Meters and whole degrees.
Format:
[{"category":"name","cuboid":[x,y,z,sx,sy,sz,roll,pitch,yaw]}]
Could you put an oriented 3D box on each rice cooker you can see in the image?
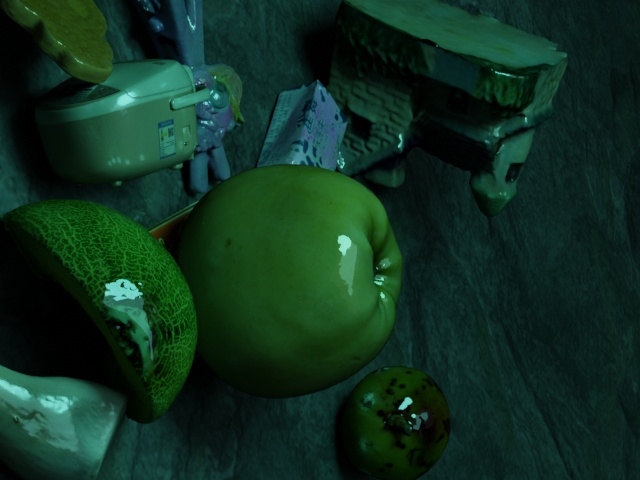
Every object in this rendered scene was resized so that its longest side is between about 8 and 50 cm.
[{"category":"rice cooker","cuboid":[-0.212,-0.128,1.437,0.206,0.145,0.127,-20,108,-55]}]

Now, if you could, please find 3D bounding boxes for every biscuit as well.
[{"category":"biscuit","cuboid":[-0.288,-0.255,1.380,0.144,0.040,0.236,-1,54,-52]}]

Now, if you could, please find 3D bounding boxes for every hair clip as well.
[{"category":"hair clip","cuboid":[-0.159,-0.195,1.586,0.137,0.090,0.278,-35,109,-53]}]

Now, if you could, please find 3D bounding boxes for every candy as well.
[{"category":"candy","cuboid":[-0.022,-0.126,1.789,0.092,0.073,0.160,50,41,-38]}]

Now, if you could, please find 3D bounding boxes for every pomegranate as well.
[{"category":"pomegranate","cuboid":[0.117,0.248,1.810,0.220,0.156,0.156,9,72,-60]}]

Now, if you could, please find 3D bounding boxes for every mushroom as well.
[{"category":"mushroom","cuboid":[-0.283,0.173,1.283,0.225,0.093,0.116,26,82,-33]}]

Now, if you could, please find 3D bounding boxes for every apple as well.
[{"category":"apple","cuboid":[-0.032,0.046,1.504,0.262,0.262,0.262,25,59,-51]}]

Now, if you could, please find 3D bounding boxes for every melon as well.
[{"category":"melon","cuboid":[-0.186,0.061,1.347,0.129,0.169,0.265,-35,112,-20]}]

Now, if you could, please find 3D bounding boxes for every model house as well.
[{"category":"model house","cuboid":[0.162,-0.182,1.895,0.243,0.298,0.284,-35,145,-53]}]

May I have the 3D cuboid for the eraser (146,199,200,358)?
[{"category":"eraser","cuboid":[-0.163,0.055,1.544,0.230,0.038,0.157,-34,108,-57]}]
